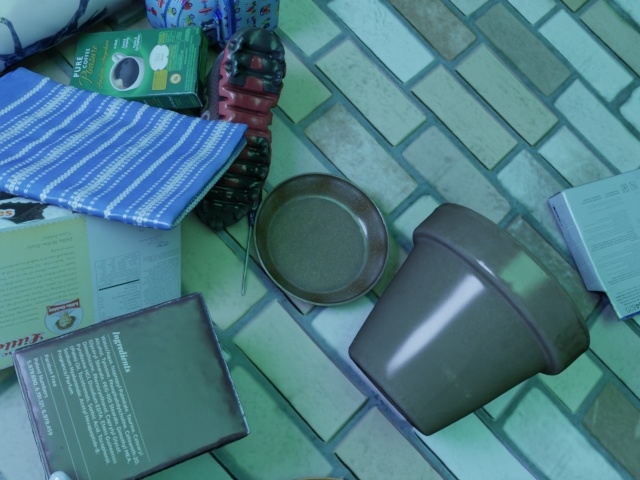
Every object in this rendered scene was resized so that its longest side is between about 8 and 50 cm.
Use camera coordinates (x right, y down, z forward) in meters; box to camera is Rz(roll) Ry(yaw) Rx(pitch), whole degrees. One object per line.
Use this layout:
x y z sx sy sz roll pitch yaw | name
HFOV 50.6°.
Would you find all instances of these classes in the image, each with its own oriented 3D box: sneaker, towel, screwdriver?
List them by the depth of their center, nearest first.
-0.277 -0.118 0.790 0.335 0.040 0.243 14 35 9 | towel
-0.096 -0.005 0.947 0.025 0.024 0.170 14 71 -42 | screwdriver
-0.123 -0.153 0.950 0.097 0.135 0.276 11 91 -25 | sneaker

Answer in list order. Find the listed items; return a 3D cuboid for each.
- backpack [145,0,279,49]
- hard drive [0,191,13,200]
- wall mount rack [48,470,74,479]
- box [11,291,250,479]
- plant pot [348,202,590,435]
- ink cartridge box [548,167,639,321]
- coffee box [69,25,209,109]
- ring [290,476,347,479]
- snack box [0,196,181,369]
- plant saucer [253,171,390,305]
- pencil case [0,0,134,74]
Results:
-0.157 -0.344 0.974 0.173 0.158 0.117 -31 75 -21 | backpack
-0.556 -0.138 0.844 0.353 0.047 0.233 34 65 -2 | hard drive
-0.214 0.395 0.592 0.350 0.130 0.304 -39 79 -18 | wall mount rack
-0.211 0.182 0.761 0.203 0.168 0.167 -17 76 -20 | box
0.167 0.122 0.871 0.229 0.263 0.263 -43 86 -7 | plant pot
0.509 0.001 1.102 0.223 0.045 0.224 -15 76 -20 | ink cartridge box
-0.250 -0.235 0.935 0.184 0.040 0.113 -2 69 8 | coffee box
-0.004 0.457 0.799 0.336 0.032 0.337 6 69 -14 | ring
-0.313 0.043 0.749 0.321 0.187 0.060 -14 39 -30 | snack box
0.000 0.000 0.961 0.198 0.036 0.199 6 69 -15 | plant saucer
-0.365 -0.375 0.920 0.410 0.160 0.184 -41 102 -24 | pencil case
